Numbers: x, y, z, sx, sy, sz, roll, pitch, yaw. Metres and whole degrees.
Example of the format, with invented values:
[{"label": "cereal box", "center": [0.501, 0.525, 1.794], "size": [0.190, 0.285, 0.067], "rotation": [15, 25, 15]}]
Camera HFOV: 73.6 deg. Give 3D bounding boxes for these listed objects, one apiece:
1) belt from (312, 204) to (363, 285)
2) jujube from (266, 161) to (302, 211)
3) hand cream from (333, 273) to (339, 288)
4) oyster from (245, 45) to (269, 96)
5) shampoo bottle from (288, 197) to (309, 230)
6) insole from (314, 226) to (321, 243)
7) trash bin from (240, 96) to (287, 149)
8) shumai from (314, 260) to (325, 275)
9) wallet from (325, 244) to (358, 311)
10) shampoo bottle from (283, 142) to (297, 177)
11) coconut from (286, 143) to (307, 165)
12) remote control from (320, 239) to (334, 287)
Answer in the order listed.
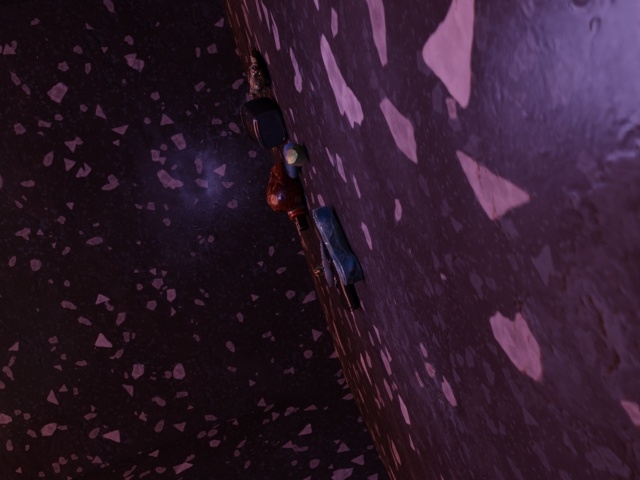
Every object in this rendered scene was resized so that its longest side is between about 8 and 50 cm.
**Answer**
[{"label": "belt", "center": [0.051, 0.006, 1.364], "size": [0.087, 0.072, 0.302], "rotation": [73, 174, -59]}, {"label": "jujube", "center": [-0.188, -0.273, 2.198], "size": [0.190, 0.190, 0.255], "rotation": [134, 128, -84]}, {"label": "hand cream", "center": [0.076, 0.172, 1.853], "size": [0.163, 0.039, 0.062], "rotation": [-107, -2, -79]}, {"label": "oyster", "center": [-0.297, -0.788, 2.047], "size": [0.354, 0.107, 0.201], "rotation": [-97, 16, -47]}, {"label": "shampoo bottle", "center": [-0.133, -0.183, 2.318], "size": [0.104, 0.105, 0.277], "rotation": [92, 158, -74]}, {"label": "insole", "center": [0.000, 0.000, 2.146], "size": [0.188, 0.004, 0.064], "rotation": [-115, 9, -45]}, {"label": "trash bin", "center": [-0.276, -0.573, 2.088], "size": [0.290, 0.183, 0.209], "rotation": [-127, 19, -55]}, {"label": "shumai", "center": [0.006, 0.153, 2.200], "size": [0.082, 0.081, 0.083], "rotation": [-117, 8, -66]}, {"label": "wallet", "center": [0.059, 0.079, 1.627], "size": [0.197, 0.051, 0.377], "rotation": [-177, 70, -83]}, {"label": "shampoo bottle", "center": [-0.128, -0.364, 1.907], "size": [0.258, 0.061, 0.103], "rotation": [107, 144, -80]}, {"label": "coconut", "center": [-0.088, -0.319, 1.602], "size": [0.083, 0.081, 0.082], "rotation": [-10, 88, 50]}, {"label": "remote control", "center": [0.035, 0.108, 1.991], "size": [0.073, 0.044, 0.228], "rotation": [-34, -66, -80]}]
